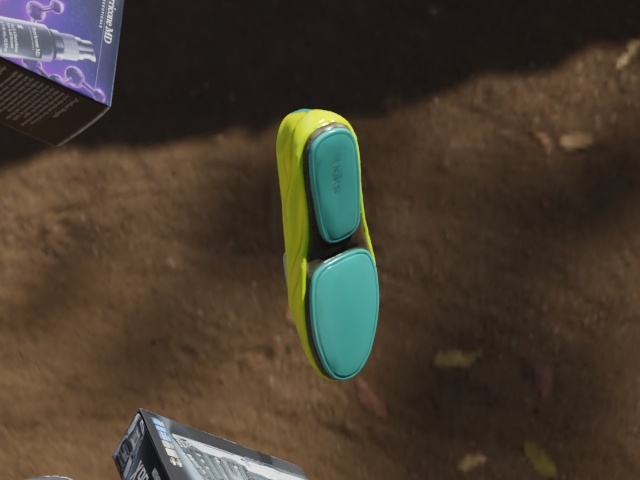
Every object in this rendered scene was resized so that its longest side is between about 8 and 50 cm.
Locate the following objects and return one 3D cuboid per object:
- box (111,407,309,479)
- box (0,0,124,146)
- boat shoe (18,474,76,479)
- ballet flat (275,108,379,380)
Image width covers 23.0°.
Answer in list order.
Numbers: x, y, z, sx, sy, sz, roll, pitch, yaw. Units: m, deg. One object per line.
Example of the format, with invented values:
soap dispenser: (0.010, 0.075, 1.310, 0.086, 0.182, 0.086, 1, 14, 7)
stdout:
box: (-0.087, 0.332, 1.786, 0.076, 0.242, 0.307, -59, 29, 13)
box: (-0.312, -0.211, 1.572, 0.207, 0.108, 0.153, 23, 55, -34)
boat shoe: (-0.277, 0.235, 1.166, 0.285, 0.103, 0.092, -31, 17, 22)
ballet flat: (0.000, 0.000, 1.277, 0.077, 0.231, 0.077, -20, 28, -30)
